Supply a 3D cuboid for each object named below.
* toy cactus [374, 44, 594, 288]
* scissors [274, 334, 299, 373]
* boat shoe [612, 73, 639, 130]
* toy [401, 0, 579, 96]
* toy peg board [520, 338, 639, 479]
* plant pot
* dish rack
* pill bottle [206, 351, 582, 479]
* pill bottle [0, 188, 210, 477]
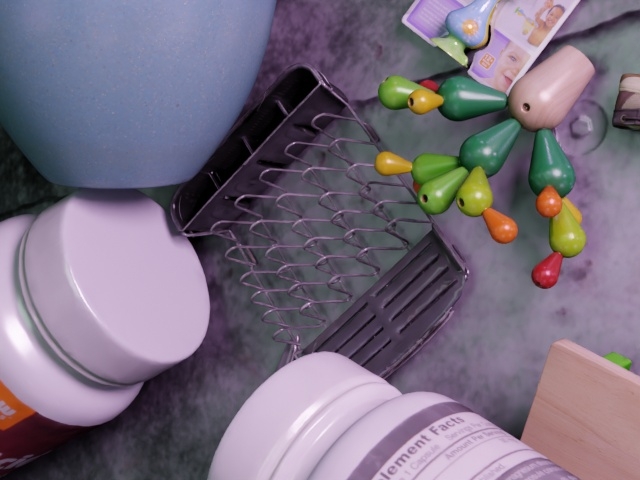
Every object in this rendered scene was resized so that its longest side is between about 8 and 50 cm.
[{"bbox_3d":[0.154,-0.079,0.972,0.180,0.112,0.219,-45,63,-4],"label":"toy cactus"},{"bbox_3d":[-0.069,0.236,1.099,0.109,0.021,0.297,34,92,46],"label":"scissors"},{"bbox_3d":[0.291,-0.087,0.899,0.152,0.056,0.049,27,104,45],"label":"boat shoe"},{"bbox_3d":[0.172,-0.254,1.002,0.137,0.056,0.237,44,109,30],"label":"toy"},{"bbox_3d":[0.239,0.173,0.894,0.161,0.079,0.160,28,116,35],"label":"toy peg board"},{"bbox_3d":[-0.183,-0.152,1.075,0.290,0.290,0.195,8,103,36],"label":"plant pot"},{"bbox_3d":[0.000,0.000,1.078,0.208,0.074,0.271,-45,61,23],"label":"dish rack"},{"bbox_3d":[0.100,0.236,0.838,0.361,0.204,0.204,30,101,35],"label":"pill bottle"},{"bbox_3d":[-0.314,0.111,1.193,0.392,0.224,0.224,-30,67,29],"label":"pill bottle"}]
